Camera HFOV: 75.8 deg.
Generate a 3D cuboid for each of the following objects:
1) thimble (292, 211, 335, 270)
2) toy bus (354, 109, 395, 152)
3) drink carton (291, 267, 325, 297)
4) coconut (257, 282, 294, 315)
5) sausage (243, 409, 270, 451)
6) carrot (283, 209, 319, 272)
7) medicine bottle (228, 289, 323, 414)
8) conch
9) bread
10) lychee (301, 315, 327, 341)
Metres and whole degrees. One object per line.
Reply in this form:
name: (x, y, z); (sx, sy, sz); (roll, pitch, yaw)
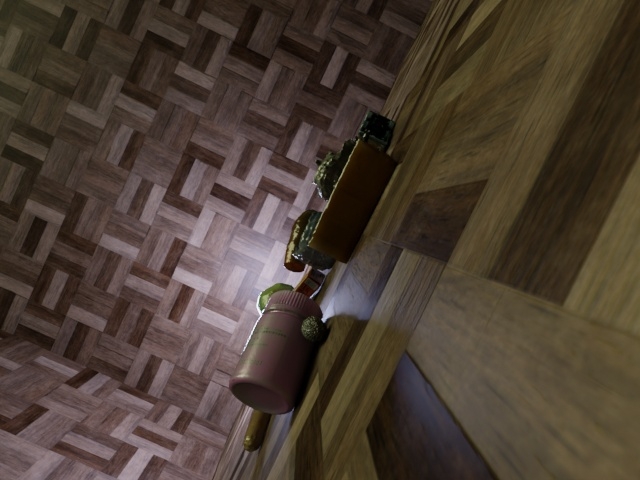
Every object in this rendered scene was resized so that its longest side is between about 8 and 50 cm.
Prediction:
thimble: (0.000, 0.000, 1.721); (0.205, 0.172, 0.236); (114, 178, -64)
toy bus: (0.218, -0.431, 1.759); (0.275, 0.138, 0.167); (-66, 1, -54)
drink carton: (-0.078, 0.219, 1.729); (0.223, 0.071, 0.096); (-51, 4, 25)
coconut: (-0.187, 0.330, 2.026); (0.204, 0.236, 0.236); (-12, 47, 50)
sausage: (-0.194, 0.580, 1.404); (0.066, 0.065, 0.301); (-63, 1, 30)
carrot: (-0.079, -0.008, 1.876); (0.139, 0.138, 0.302); (120, 169, -57)
medicine bottle: (-0.111, 0.295, 1.115); (0.178, 0.178, 0.291); (118, 175, -45)
conch: (0.097, -0.249, 1.483); (0.313, 0.240, 0.186); (-45, 29, 40)
bread: (0.097, -0.117, 1.271); (0.361, 0.138, 0.077); (-64, 1, 13)
lychee: (-0.015, 0.228, 1.060); (0.083, 0.067, 0.068); (-168, 85, -68)
